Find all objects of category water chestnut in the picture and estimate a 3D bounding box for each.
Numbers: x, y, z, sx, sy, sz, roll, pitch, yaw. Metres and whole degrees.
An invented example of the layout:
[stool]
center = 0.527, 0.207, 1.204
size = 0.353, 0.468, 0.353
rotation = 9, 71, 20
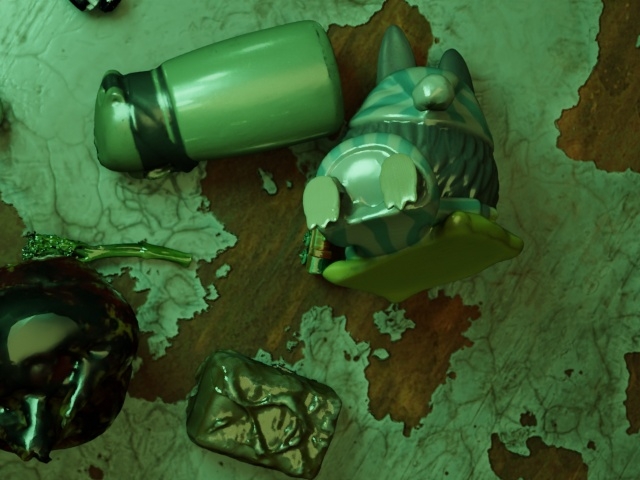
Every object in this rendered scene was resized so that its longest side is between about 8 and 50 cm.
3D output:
[water chestnut]
center = -0.377, 0.157, 1.268
size = 0.289, 0.244, 0.289
rotation = 0, 90, -13

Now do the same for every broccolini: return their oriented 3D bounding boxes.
[broccolini]
center = -0.302, 0.019, 1.383
size = 0.239, 0.051, 0.054
rotation = 3, 117, -19

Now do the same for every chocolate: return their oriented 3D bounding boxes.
[chocolate]
center = -0.086, 0.254, 1.412
size = 0.214, 0.093, 0.149
rotation = 19, 87, -12

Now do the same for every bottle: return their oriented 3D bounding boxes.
[bottle]
center = -0.148, -0.189, 1.344
size = 0.346, 0.168, 0.169
rotation = -15, 96, -6

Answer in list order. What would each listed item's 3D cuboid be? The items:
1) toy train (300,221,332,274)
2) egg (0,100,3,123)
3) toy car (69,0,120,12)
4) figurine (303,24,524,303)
[toy train]
center = 0.000, 0.000, 1.431
size = 0.044, 0.064, 0.103
rotation = 10, 91, -11
[egg]
center = -0.498, -0.190, 1.288
size = 0.152, 0.114, 0.114
rotation = 23, 88, -17
[toy car]
center = -0.346, -0.384, 1.333
size = 0.170, 0.070, 0.080
rotation = 43, 84, -9
[figurine]
center = 0.092, -0.140, 1.337
size = 0.266, 0.361, 0.378
rotation = -17, 66, 17
